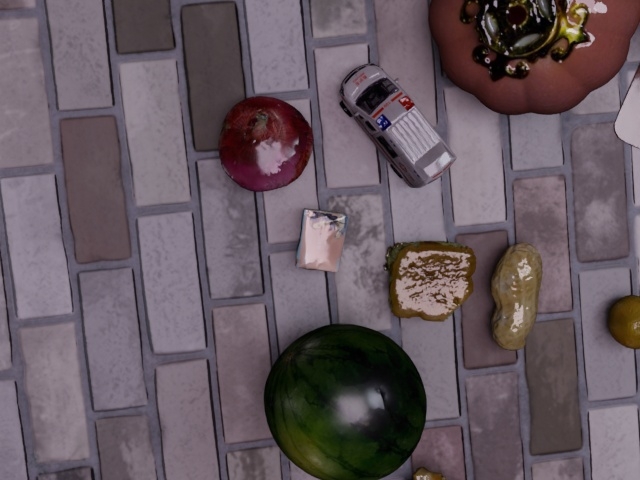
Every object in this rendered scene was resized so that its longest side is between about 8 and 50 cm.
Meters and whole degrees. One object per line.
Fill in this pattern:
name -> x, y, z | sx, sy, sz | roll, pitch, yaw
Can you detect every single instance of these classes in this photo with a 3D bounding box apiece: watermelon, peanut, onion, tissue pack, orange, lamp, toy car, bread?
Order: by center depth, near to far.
lamp -> 0.301, -0.326, 1.336 | 0.305, 0.239, 0.305 | 5, 106, 19
watermelon -> 0.038, 0.242, 1.388 | 0.242, 0.242, 0.242 | 0, 95, -5
onion -> -0.081, -0.153, 1.388 | 0.150, 0.140, 0.150 | 2, 78, -8
toy car -> 0.116, -0.177, 1.419 | 0.089, 0.108, 0.210 | -39, 97, -1
tissue pack -> 0.000, 0.000, 1.450 | 0.074, 0.059, 0.094 | 7, 95, -8
bread -> 0.172, 0.064, 1.467 | 0.140, 0.069, 0.128 | 0, 97, -4
peanut -> 0.306, 0.088, 1.479 | 0.080, 0.080, 0.175 | 5, 97, -5
orange -> 0.505, 0.131, 1.490 | 0.085, 0.095, 0.085 | -2, 100, -9

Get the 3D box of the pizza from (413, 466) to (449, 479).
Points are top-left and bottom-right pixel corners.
pizza -> 0.239, 0.553, 1.500 | 0.439, 0.130, 0.406 | -12, 87, 4

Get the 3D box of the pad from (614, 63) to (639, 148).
pad -> 0.621, -0.200, 1.514 | 0.267, 0.004, 0.181 | 22, 94, -7
